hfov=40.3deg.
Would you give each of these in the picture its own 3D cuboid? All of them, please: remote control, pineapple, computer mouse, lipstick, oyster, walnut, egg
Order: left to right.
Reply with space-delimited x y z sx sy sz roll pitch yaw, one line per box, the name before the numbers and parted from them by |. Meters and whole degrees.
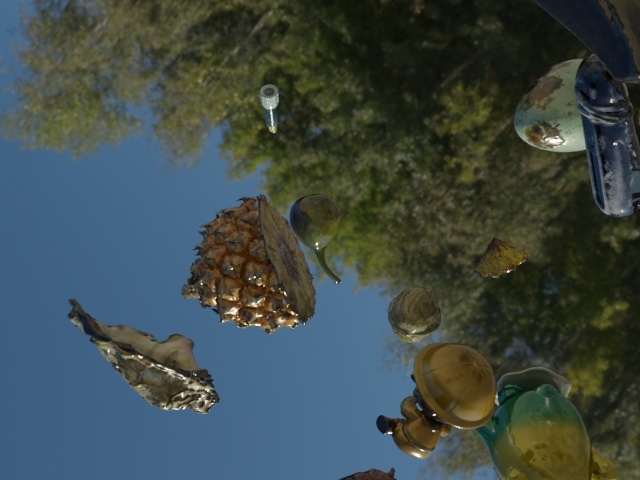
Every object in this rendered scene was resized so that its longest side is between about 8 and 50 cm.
oyster | -0.251 0.172 1.259 0.259 0.092 0.198 30 179 -34
pineapple | -0.098 0.042 1.006 0.176 0.137 0.161 -71 -42 -71
lipstick | -0.098 -0.252 1.699 0.037 0.037 0.116 54 161 27
walnut | 0.144 0.113 1.329 0.092 0.092 0.092 34 -157 -17
pineapple | 0.355 0.023 1.727 0.077 0.114 0.114 60 -159 -4
egg | 0.464 -0.247 1.625 0.231 0.169 0.169 -24 -122 -18
remote control | 0.372 -0.126 1.136 0.090 0.066 0.266 45 171 46
computer mouse | 0.246 -0.228 0.709 0.147 0.088 0.264 -30 -110 -21

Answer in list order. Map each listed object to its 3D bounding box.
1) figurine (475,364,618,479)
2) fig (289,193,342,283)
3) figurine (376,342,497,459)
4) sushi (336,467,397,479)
figurine | 0.514 0.464 2.029 0.323 0.231 0.340 6 -148 -1
fig | 0.000 0.000 2.277 0.149 0.149 0.245 -19 -82 -65
figurine | 0.248 0.329 1.763 0.192 0.257 0.167 23 -164 -25
sushi | 0.029 0.498 1.466 0.270 0.236 0.171 -9 -116 -22
